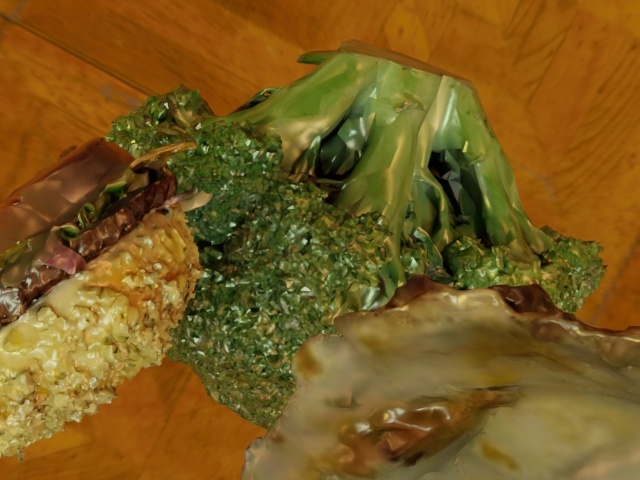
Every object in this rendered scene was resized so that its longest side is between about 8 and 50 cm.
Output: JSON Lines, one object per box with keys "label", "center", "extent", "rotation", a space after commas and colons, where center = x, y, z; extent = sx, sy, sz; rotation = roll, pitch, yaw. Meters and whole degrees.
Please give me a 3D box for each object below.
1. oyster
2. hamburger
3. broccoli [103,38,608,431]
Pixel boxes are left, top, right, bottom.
{"label": "oyster", "center": [0.081, 0.098, 0.502], "extent": [0.396, 0.111, 0.204], "rotation": [-7, 100, 41]}
{"label": "hamburger", "center": [-0.168, 0.037, 1.049], "extent": [0.261, 0.243, 0.139], "rotation": [-42, 98, -28]}
{"label": "broccoli", "center": [-0.003, 0.000, 1.303], "extent": [0.413, 0.321, 0.310], "rotation": [24, 132, 21]}
